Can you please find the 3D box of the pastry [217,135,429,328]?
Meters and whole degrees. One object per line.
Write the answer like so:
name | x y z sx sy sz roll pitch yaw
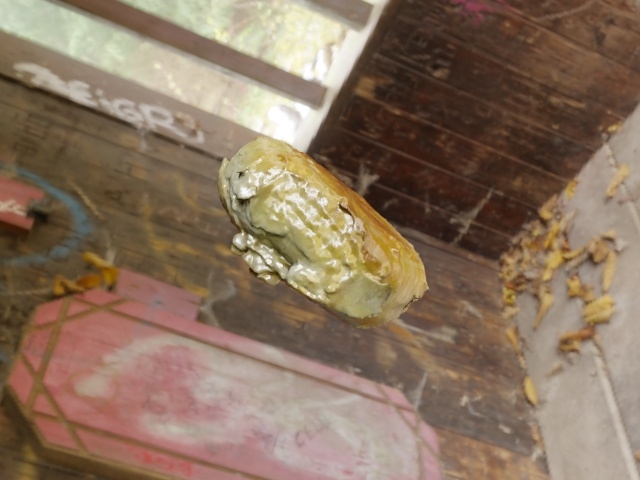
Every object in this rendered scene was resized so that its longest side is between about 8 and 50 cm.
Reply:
pastry | -0.004 -0.004 0.915 0.121 0.257 0.236 -49 2 7
